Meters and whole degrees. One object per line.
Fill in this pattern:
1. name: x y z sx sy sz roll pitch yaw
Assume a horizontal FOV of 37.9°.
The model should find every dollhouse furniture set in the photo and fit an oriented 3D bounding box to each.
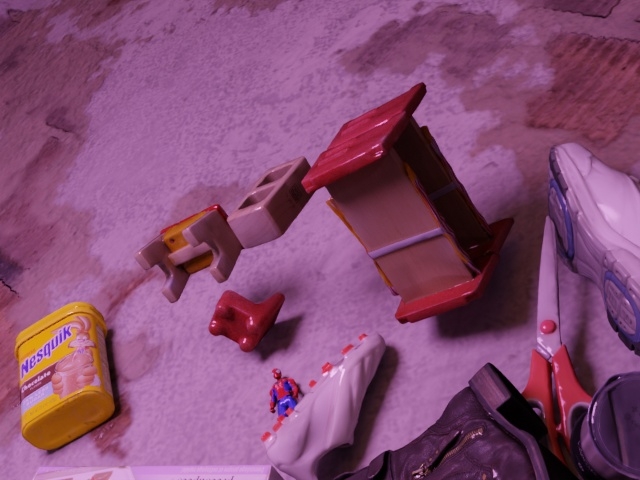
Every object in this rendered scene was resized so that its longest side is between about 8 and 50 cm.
1. dollhouse furniture set: 0.000 0.000 1.071 0.374 0.201 0.152 -22 21 34

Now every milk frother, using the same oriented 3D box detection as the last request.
1. milk frother: 0.289 0.155 0.756 0.143 0.135 0.129 -43 70 -8

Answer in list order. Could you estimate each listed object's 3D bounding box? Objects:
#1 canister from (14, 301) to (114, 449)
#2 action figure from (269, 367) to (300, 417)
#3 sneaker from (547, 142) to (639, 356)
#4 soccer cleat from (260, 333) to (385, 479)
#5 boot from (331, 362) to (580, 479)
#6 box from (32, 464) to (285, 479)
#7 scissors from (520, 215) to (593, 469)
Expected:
1. canister: -0.335 0.175 1.217 0.126 0.073 0.170 -30 40 4
2. action figure: -0.037 0.184 1.039 0.038 0.030 0.115 -34 36 7
3. sneaker: 0.320 -0.005 0.951 0.129 0.111 0.297 -16 43 -4
4. soccer cleat: 0.017 0.176 0.989 0.196 0.076 0.068 -44 -2 -37
5. boot: 0.109 0.244 0.808 0.229 0.091 0.263 -41 22 9
6. box: -0.182 0.285 1.003 0.324 0.067 0.063 -9 45 29
7. scissors: 0.215 0.104 0.914 0.109 0.021 0.297 -20 52 16
